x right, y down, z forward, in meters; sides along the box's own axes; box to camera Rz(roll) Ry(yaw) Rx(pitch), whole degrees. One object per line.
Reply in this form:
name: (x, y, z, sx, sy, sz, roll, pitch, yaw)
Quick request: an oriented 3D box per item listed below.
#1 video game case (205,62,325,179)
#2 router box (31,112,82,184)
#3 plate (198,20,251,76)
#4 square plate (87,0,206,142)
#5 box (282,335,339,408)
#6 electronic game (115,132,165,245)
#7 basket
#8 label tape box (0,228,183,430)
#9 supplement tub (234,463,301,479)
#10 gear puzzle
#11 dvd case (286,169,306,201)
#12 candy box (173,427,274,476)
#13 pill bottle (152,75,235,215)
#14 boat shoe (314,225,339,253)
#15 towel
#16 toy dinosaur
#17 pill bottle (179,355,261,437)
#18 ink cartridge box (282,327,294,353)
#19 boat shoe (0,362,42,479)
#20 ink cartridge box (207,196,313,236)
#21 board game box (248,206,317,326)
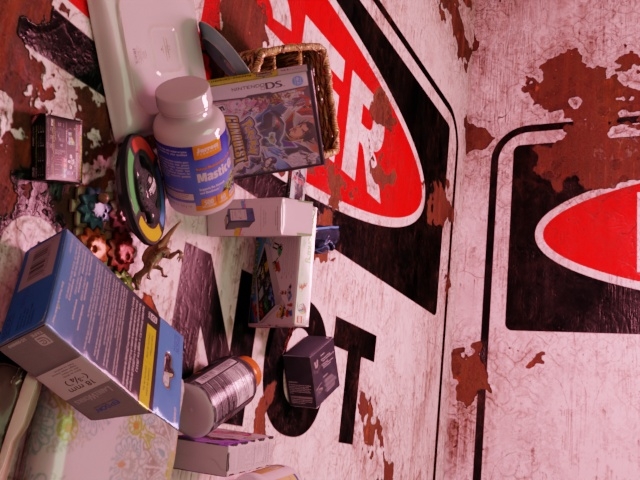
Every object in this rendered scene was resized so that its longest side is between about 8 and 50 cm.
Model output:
video game case: (-0.127, -0.274, 1.843, 0.035, 0.248, 0.274, -99, 180, -48)
router box: (-0.480, -0.165, 1.417, 0.092, 0.038, 0.122, 3, 86, -63)
plate: (-0.227, -0.430, 1.814, 0.024, 0.188, 0.188, -43, 137, -9)
square plate: (-0.350, -0.406, 1.675, 0.344, 0.049, 0.347, -31, 117, -60)
box: (-0.024, 0.373, 2.227, 0.156, 0.093, 0.158, -30, 116, -60)
electronic game: (-0.358, -0.103, 1.574, 0.229, 0.048, 0.229, -7, 90, -84)
basket: (-0.101, -0.342, 1.971, 0.213, 0.223, 0.299, -26, 113, -61)
label tape box: (-0.385, 0.177, 1.361, 0.333, 0.106, 0.240, 52, 18, -35)
supplement tub: (-0.143, 0.641, 1.924, 0.200, 0.144, 0.144, 12, 78, -62)
gear puzzle: (-0.418, 0.065, 1.519, 0.175, 0.044, 0.338, 10, 80, -63)
dvd case: (-0.068, -0.171, 2.256, 0.087, 0.013, 0.119, 27, 64, -60)
candy box: (-0.223, 0.474, 1.750, 0.196, 0.165, 0.070, 15, 77, -63)
pill bottle: (-0.270, -0.200, 1.644, 0.152, 0.152, 0.272, -60, 155, -46)
boat shoe: (0.000, 0.000, 2.284, 0.258, 0.109, 0.089, -2, 94, -61)
towel: (-0.407, 0.394, 1.486, 0.374, 0.090, 0.320, 33, 57, -59)
toy dinosaur: (-0.332, 0.023, 1.615, 0.183, 0.093, 0.053, -58, 136, -18)
pill bottle: (-0.231, 0.345, 1.781, 0.246, 0.131, 0.130, -24, 110, -61)
ink cartridge box: (-0.084, 0.170, 2.074, 0.181, 0.056, 0.224, 112, -5, -64)
boat shoe: (-0.537, 0.350, 1.216, 0.116, 0.097, 0.324, 129, -22, -66)
ink cartridge box: (-0.146, -0.053, 1.879, 0.154, 0.213, 0.093, 2, 89, -63)
board game box: (-0.098, 0.070, 1.986, 0.053, 0.193, 0.305, 13, 76, -39)
